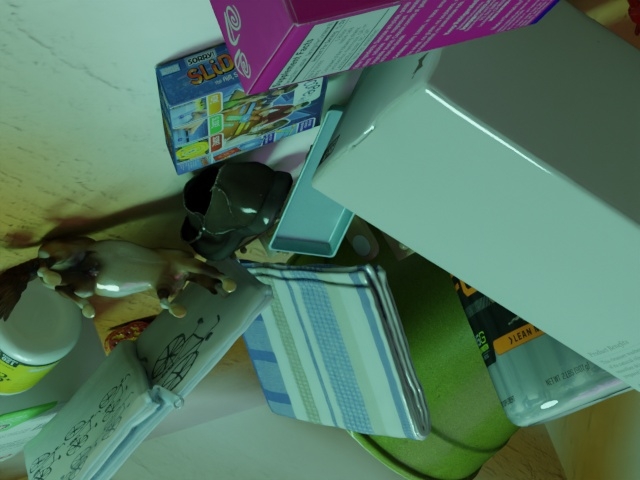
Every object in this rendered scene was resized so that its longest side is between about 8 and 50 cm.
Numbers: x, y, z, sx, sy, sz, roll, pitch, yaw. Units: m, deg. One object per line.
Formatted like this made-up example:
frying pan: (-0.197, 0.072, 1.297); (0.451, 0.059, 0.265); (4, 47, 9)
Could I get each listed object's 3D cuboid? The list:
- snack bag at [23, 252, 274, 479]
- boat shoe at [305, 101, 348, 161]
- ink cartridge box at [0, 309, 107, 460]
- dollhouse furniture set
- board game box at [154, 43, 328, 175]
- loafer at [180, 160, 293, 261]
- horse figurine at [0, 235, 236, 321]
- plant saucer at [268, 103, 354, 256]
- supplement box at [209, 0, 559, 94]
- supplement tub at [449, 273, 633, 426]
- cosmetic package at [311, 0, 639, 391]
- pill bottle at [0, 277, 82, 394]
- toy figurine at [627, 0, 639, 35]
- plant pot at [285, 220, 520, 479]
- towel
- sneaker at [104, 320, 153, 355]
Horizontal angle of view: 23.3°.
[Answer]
snack bag: (-0.191, 0.144, 1.665); (0.342, 0.037, 0.323); (-47, -166, -2)
boat shoe: (0.111, -0.128, 1.444); (0.285, 0.089, 0.104); (-20, -175, 10)
ink cartridge box: (-0.411, 0.196, 1.897); (0.198, 0.115, 0.273); (-10, 164, -44)
dollhouse furniture set: (0.000, 0.000, 1.622); (0.151, 0.123, 0.144); (-30, 178, -43)
board game box: (-0.062, -0.115, 1.265); (0.136, 0.035, 0.201); (-20, 169, -8)
loafer: (-0.096, -0.041, 1.501); (0.078, 0.080, 0.220); (29, 158, -14)
horse figurine: (-0.199, 0.036, 1.512); (0.263, 0.066, 0.174); (1, -168, -18)
plant saucer: (0.009, -0.053, 1.406); (0.067, 0.018, 0.192); (7, 140, -17)
supplement box: (0.046, -0.181, 0.951); (0.220, 0.111, 0.114); (-16, 168, -23)
supplement tub: (0.231, 0.004, 1.592); (0.207, 0.338, 0.207); (-20, 169, -4)
cosmetic package: (0.212, -0.039, 1.262); (0.217, 0.385, 0.156); (-36, -156, 58)
pill bottle: (-0.327, 0.105, 1.649); (0.103, 0.103, 0.184); (-15, 167, -31)
toy figurine: (0.384, -0.290, 1.137); (0.217, 0.191, 0.362); (-49, -174, -36)
plant pot: (0.200, 0.057, 1.905); (0.353, 0.366, 0.366); (-41, 162, 25)
towel: (0.004, 0.117, 1.744); (0.034, 0.209, 0.285); (-28, -163, -34)
sneaker: (-0.225, 0.139, 2.121); (0.175, 0.064, 0.067); (-7, 172, -43)
